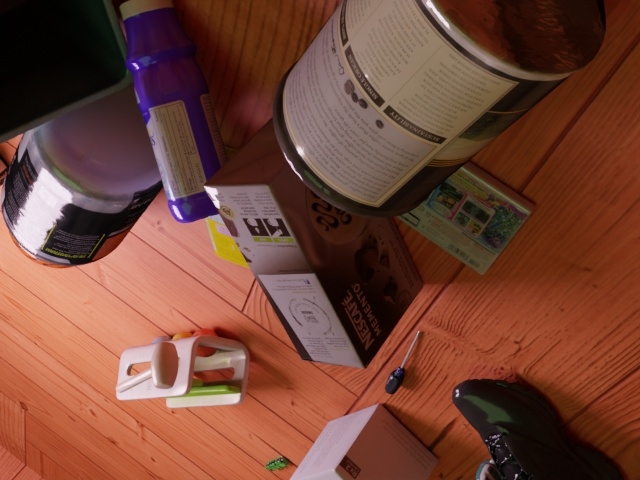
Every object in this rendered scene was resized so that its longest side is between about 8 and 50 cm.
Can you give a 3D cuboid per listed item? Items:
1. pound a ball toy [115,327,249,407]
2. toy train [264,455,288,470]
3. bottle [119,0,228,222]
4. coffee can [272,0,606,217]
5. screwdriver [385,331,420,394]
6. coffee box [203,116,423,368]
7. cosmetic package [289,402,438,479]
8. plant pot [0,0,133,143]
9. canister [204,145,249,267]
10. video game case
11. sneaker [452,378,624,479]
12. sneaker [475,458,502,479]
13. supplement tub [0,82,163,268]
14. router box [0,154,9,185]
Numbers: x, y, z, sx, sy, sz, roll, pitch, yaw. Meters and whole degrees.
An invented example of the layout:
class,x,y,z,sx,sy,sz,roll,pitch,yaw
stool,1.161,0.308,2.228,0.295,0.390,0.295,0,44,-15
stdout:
class,x,y,z,sx,sy,sz,roll,pitch,yaw
pound a ball toy,-0.278,0.225,1.647,0.208,0.136,0.319,18,159,-35
toy train,-0.092,0.470,1.878,0.023,0.017,0.083,34,146,-11
bottle,-0.182,-0.166,1.135,0.118,0.092,0.283,-145,38,-79
coffee can,0.099,-0.168,0.848,0.201,0.201,0.275,42,145,-4
screwdriver,0.126,0.189,1.367,0.024,0.025,0.170,31,145,12
coffee box,0.000,0.000,1.152,0.119,0.168,0.297,2,130,41
cosmetic package,0.070,0.398,1.534,0.151,0.151,0.183,44,145,-7
plant pot,-0.423,-0.306,1.145,0.252,0.247,0.248,44,155,43
canister,-0.116,-0.043,1.292,0.126,0.073,0.170,19,141,26
video game case,0.163,-0.042,1.087,0.157,0.019,0.143,35,144,8
sneaker,0.295,0.307,1.253,0.286,0.130,0.109,39,147,3
sneaker,0.310,0.454,1.429,0.110,0.107,0.275,3,132,52
supplement tub,-0.360,-0.089,1.346,0.207,0.207,0.338,44,144,-6
router box,-0.660,-0.118,1.610,0.046,0.179,0.133,-6,125,43
